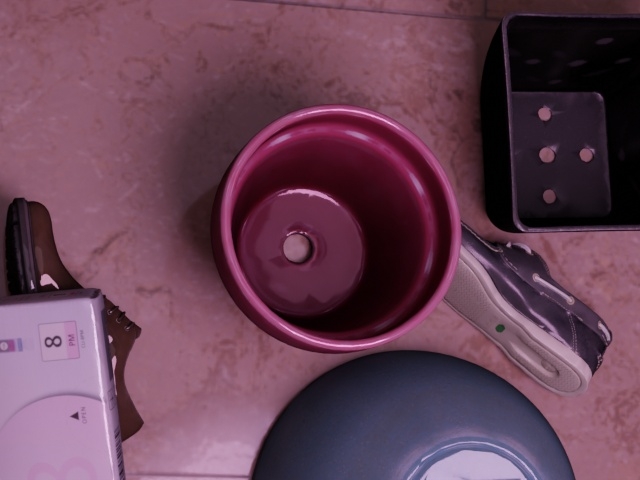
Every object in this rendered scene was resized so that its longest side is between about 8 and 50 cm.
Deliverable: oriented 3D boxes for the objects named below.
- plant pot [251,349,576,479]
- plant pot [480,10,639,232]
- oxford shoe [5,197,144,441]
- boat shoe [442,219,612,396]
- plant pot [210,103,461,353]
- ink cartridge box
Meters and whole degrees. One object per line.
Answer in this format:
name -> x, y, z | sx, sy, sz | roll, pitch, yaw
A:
plant pot -> 0.098, 0.231, 1.348 | 0.290, 0.195, 0.290 | 2, 82, -12
plant pot -> 0.229, -0.090, 1.435 | 0.188, 0.167, 0.187 | -1, 82, -13
oxford shoe -> -0.207, 0.067, 1.366 | 0.096, 0.083, 0.227 | -19, 99, -17
boat shoe -> 0.164, 0.039, 1.454 | 0.233, 0.084, 0.079 | 42, 63, -5
plant pot -> 0.000, 0.000, 1.365 | 0.201, 0.180, 0.201 | 2, 82, -12
ink cartridge box -> -0.280, 0.144, 1.299 | 0.232, 0.066, 0.189 | -6, 97, -2
